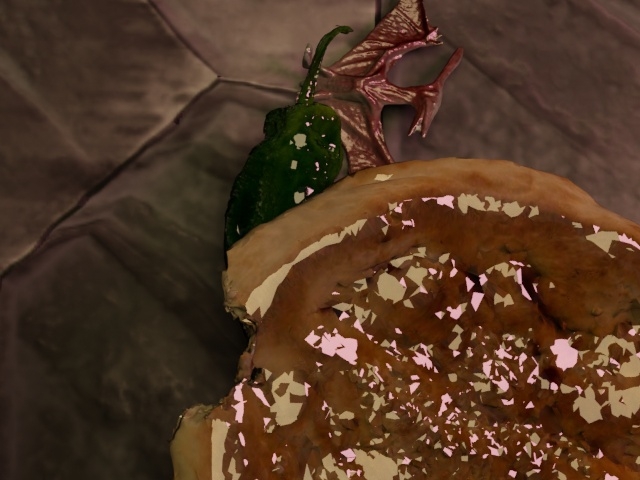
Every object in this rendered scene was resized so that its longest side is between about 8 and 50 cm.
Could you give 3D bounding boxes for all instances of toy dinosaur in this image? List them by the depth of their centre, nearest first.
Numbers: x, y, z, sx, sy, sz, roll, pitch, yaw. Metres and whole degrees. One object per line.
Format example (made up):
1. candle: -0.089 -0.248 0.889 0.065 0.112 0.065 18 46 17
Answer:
1. toy dinosaur: 0.038 -0.103 1.162 0.108 0.032 0.220 13 72 0

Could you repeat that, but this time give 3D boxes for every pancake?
1. pancake: 0.083 0.130 1.043 0.382 0.071 0.382 1 86 -17

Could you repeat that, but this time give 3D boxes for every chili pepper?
1. chili pepper: -0.001 0.000 1.089 0.122 0.065 0.278 -11 89 -23
